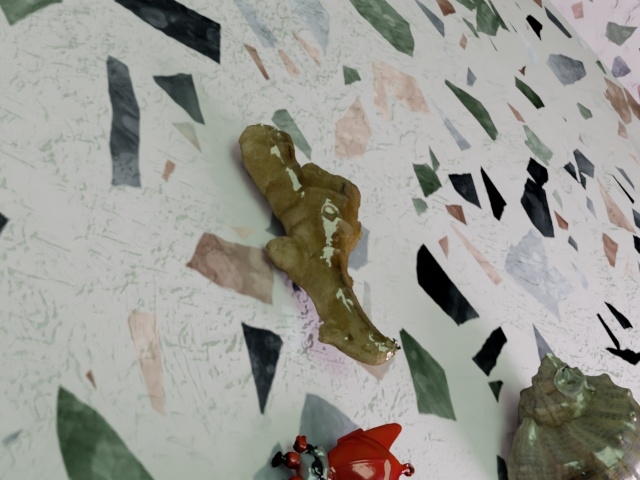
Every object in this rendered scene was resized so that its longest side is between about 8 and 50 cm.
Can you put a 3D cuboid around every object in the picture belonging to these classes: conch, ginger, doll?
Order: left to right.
[{"bbox_3d":[0.000,0.000,0.900,0.147,0.081,0.334,3,60,-39],"label":"ginger"},{"bbox_3d":[0.033,0.239,0.774,0.169,0.057,0.109,13,44,-35],"label":"doll"},{"bbox_3d":[0.368,0.290,1.001,0.210,0.159,0.291,-26,84,-52],"label":"conch"}]
